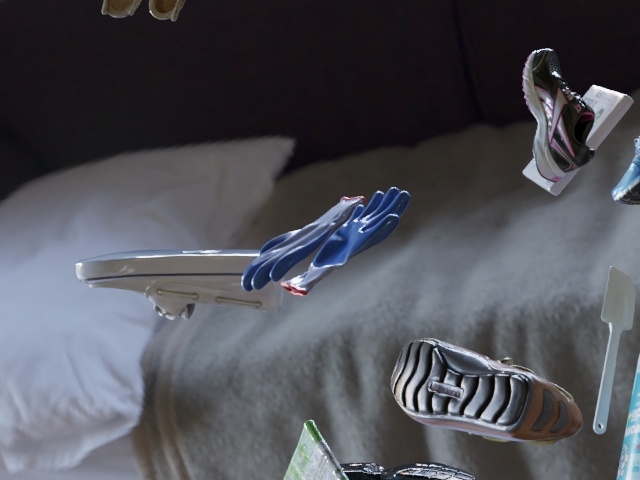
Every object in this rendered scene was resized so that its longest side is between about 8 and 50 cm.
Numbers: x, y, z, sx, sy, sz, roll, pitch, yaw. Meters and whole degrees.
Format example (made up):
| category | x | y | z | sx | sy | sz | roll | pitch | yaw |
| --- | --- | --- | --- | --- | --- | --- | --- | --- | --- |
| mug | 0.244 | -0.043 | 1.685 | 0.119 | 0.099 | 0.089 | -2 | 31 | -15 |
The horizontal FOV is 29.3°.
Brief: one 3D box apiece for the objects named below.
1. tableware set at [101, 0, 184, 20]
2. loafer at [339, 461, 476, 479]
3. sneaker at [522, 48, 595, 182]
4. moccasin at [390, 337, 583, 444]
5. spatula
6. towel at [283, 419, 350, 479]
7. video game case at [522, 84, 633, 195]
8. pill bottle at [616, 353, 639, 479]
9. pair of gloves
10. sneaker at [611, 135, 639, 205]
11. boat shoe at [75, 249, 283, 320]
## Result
| category | x | y | z | sx | sy | sz | roll | pitch | yaw |
| --- | --- | --- | --- | --- | --- | --- | --- | --- | --- |
| tableware set | -0.219 | -0.359 | 1.637 | 0.169 | 0.141 | 0.020 | 15 | -9 | 30 |
| loafer | 0.085 | 0.268 | 1.285 | 0.170 | 0.061 | 0.062 | -5 | 1 | 31 |
| sneaker | 0.315 | -0.165 | 1.569 | 0.077 | 0.178 | 0.072 | -18 | -20 | 34 |
| moccasin | 0.241 | 0.228 | 1.847 | 0.380 | 0.147 | 0.139 | -2 | 68 | 57 |
| spatula | 0.444 | 0.166 | 1.628 | 0.019 | 0.168 | 0.242 | 134 | 156 | -59 |
| towel | 0.010 | 0.268 | 1.209 | 0.023 | 0.113 | 0.152 | -2 | 39 | -31 |
| video game case | 0.341 | -0.136 | 1.636 | 0.157 | 0.019 | 0.143 | -52 | 12 | 7 |
| pill bottle | 0.425 | 0.255 | 1.426 | 0.146 | 0.146 | 0.264 | -5 | 61 | 43 |
| pair of gloves | 0.000 | 0.000 | 1.223 | 0.159 | 0.023 | 0.198 | -39 | 18 | -20 |
| sneaker | 0.492 | -0.119 | 1.823 | 0.162 | 0.063 | 0.073 | -51 | 44 | 28 |
| boat shoe | -0.172 | 0.056 | 1.483 | 0.258 | 0.084 | 0.095 | 0 | 6 | 11 |
